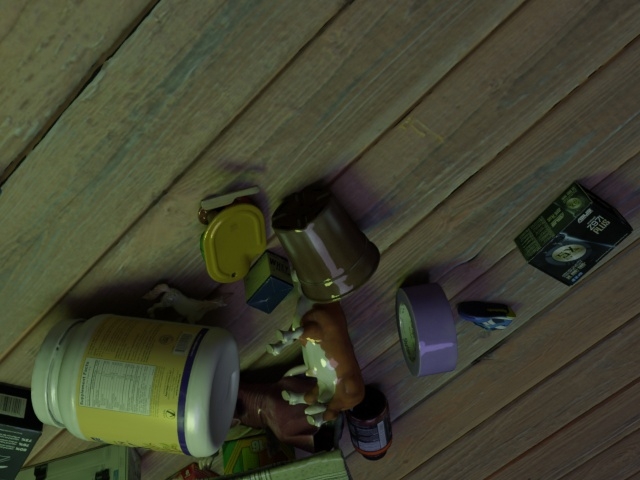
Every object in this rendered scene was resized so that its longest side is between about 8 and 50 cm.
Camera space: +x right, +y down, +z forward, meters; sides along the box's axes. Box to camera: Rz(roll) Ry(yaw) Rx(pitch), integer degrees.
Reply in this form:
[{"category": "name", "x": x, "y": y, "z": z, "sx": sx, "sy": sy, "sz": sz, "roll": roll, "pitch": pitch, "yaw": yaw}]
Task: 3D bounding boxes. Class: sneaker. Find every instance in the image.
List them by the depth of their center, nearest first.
[{"category": "sneaker", "x": 0.369, "y": 0.176, "z": 1.641, "sx": 0.144, "sy": 0.053, "sz": 0.059, "roll": 9, "pitch": 128, "yaw": -19}]

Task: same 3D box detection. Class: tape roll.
[{"category": "tape roll", "x": 0.218, "y": 0.186, "z": 1.523, "sx": 0.080, "sy": 0.189, "sz": 0.189, "roll": -8, "pitch": 130, "yaw": -7}]

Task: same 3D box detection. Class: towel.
[{"category": "towel", "x": -0.079, "y": 0.551, "z": 1.527, "sx": 0.324, "sy": 0.056, "sz": 0.312, "roll": -12, "pitch": 129, "yaw": 1}]

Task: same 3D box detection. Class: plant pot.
[{"category": "plant pot", "x": 0.000, "y": 0.000, "z": 1.342, "sx": 0.167, "sy": 0.167, "sz": 0.165, "roll": -27, "pitch": 123, "yaw": 9}]

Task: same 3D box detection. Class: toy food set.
[{"category": "toy food set", "x": -0.172, "y": -0.024, "z": 1.340, "sx": 0.128, "sy": 0.071, "sz": 0.218, "roll": -24, "pitch": 137, "yaw": -25}]

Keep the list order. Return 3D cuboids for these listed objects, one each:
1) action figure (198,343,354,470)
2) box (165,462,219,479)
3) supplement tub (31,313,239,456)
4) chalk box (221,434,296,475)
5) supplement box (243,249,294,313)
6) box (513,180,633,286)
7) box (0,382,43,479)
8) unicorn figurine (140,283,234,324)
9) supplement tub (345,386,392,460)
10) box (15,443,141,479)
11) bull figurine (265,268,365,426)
[{"category": "action figure", "x": -0.124, "y": 0.352, "z": 1.579, "sx": 0.370, "sy": 0.276, "sz": 0.248, "roll": 3, "pitch": 176, "yaw": 17}, {"category": "box", "x": -0.278, "y": 0.691, "z": 1.858, "sx": 0.122, "sy": 0.128, "sz": 0.257, "roll": -35, "pitch": 128, "yaw": 15}, {"category": "supplement tub", "x": -0.338, "y": 0.266, "z": 1.373, "sx": 0.331, "sy": 0.241, "sz": 0.241, "roll": 5, "pitch": 131, "yaw": 9}, {"category": "chalk box", "x": -0.128, "y": 0.635, "z": 1.743, "sx": 0.180, "sy": 0.289, "sz": 0.179, "roll": -10, "pitch": 131, "yaw": -6}, {"category": "supplement box", "x": -0.103, "y": 0.081, "z": 1.424, "sx": 0.056, "sy": 0.083, "sz": 0.083, "roll": 28, "pitch": 118, "yaw": -30}, {"category": "box", "x": 0.522, "y": -0.010, "z": 1.507, "sx": 0.147, "sy": 0.077, "sz": 0.180, "roll": 27, "pitch": 119, "yaw": -30}, {"category": "box", "x": -0.689, "y": 0.407, "z": 1.534, "sx": 0.153, "sy": 0.108, "sz": 0.207, "roll": 22, "pitch": 122, "yaw": -28}, {"category": "unicorn figurine", "x": -0.265, "y": 0.134, "z": 1.444, "sx": 0.162, "sy": 0.060, "sz": 0.111, "roll": 26, "pitch": 123, "yaw": -33}, {"category": "supplement tub", "x": 0.121, "y": 0.453, "z": 1.776, "sx": 0.106, "sy": 0.106, "sz": 0.198, "roll": -13, "pitch": 132, "yaw": -3}, {"category": "box", "x": -0.565, "y": 0.584, "z": 1.673, "sx": 0.289, "sy": 0.169, "sz": 0.087, "roll": -15, "pitch": 131, "yaw": 0}, {"category": "bull figurine", "x": -0.006, "y": 0.206, "z": 1.438, "sx": 0.188, "sy": 0.101, "sz": 0.310, "roll": -26, "pitch": 97, "yaw": -36}]
